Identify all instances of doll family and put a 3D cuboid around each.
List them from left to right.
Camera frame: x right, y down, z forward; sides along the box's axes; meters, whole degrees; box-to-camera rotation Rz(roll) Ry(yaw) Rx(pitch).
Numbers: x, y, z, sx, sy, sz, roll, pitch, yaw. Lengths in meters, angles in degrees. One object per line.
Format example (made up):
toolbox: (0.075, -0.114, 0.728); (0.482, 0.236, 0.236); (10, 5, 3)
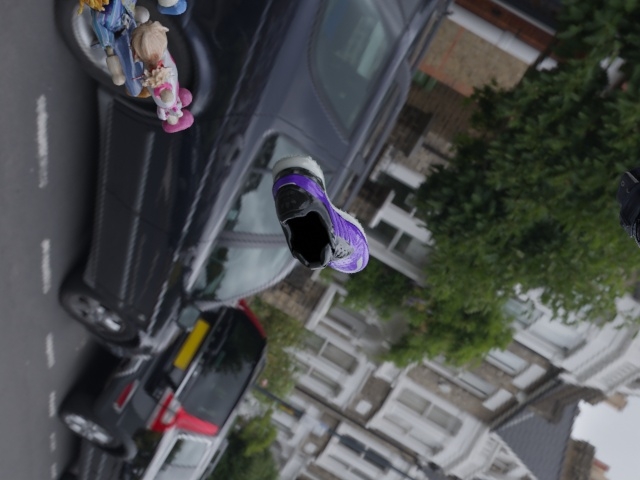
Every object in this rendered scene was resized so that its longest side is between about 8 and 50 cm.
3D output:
doll family: (-0.206, -0.239, 0.784); (0.163, 0.118, 0.263); (79, 2, -64)

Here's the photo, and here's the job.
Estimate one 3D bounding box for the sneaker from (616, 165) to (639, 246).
sneaker: (0.383, -0.052, 0.825); (0.226, 0.086, 0.164); (78, 10, -50)

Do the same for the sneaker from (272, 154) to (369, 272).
sneaker: (-0.001, 0.000, 1.292); (0.102, 0.293, 0.146); (-19, -131, 19)
